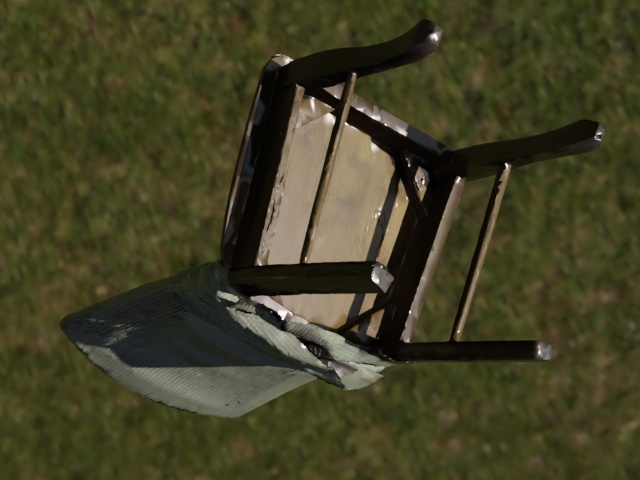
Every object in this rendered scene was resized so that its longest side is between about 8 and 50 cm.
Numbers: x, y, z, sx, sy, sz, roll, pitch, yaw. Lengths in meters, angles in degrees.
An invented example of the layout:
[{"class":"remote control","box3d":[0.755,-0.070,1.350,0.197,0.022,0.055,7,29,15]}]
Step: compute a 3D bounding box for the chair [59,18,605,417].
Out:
[{"class":"chair","box3d":[0.000,0.000,1.215,0.160,0.186,0.319,26,158,-30]}]
